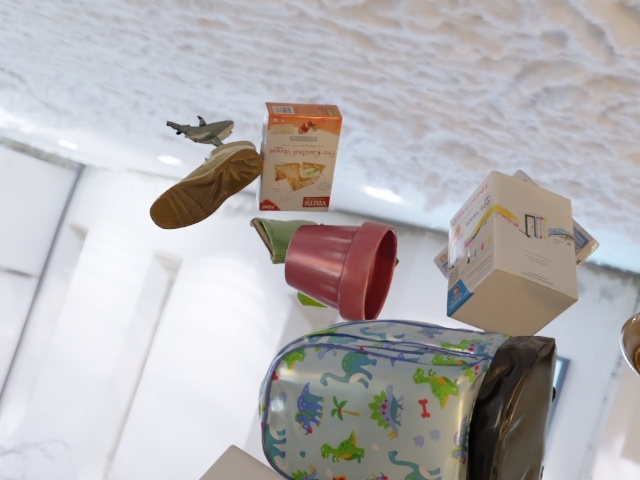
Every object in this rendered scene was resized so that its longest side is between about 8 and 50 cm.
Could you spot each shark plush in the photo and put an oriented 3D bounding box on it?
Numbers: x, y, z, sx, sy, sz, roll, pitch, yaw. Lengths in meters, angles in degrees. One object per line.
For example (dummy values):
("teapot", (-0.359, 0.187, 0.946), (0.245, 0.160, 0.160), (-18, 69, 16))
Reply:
("shark plush", (-0.291, -0.270, 2.127), (0.161, 0.067, 0.073), (10, -168, -10))

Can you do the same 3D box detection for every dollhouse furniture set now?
("dollhouse furniture set", (0.000, 0.000, 1.979), (0.198, 0.151, 0.301), (9, -148, -37))

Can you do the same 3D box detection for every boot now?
("boot", (-0.244, -0.126, 1.896), (0.095, 0.262, 0.203), (55, -178, -16))

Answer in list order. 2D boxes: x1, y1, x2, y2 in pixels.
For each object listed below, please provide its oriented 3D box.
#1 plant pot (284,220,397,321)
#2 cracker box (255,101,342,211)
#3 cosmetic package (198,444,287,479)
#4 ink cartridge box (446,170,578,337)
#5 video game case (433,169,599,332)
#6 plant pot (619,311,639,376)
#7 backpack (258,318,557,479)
("plant pot", (0.035, 0.050, 1.727), (0.180, 0.201, 0.201), (14, 176, 18))
("cracker box", (-0.048, -0.173, 1.867), (0.156, 0.232, 0.067), (0, -146, -12))
("cosmetic package", (-0.128, 0.696, 1.745), (0.330, 0.327, 0.393), (25, 144, 30))
("ink cartridge box", (0.341, 0.029, 1.591), (0.168, 0.232, 0.171), (20, 139, -14))
("video game case", (0.417, 0.028, 1.946), (0.036, 0.300, 0.329), (33, -164, -32))
("plant pot", (0.530, 0.171, 1.215), (0.236, 0.032, 0.236), (20, 148, 13))
("backpack", (0.094, 0.232, 1.165), (0.356, 0.290, 0.273), (17, -164, 37))
